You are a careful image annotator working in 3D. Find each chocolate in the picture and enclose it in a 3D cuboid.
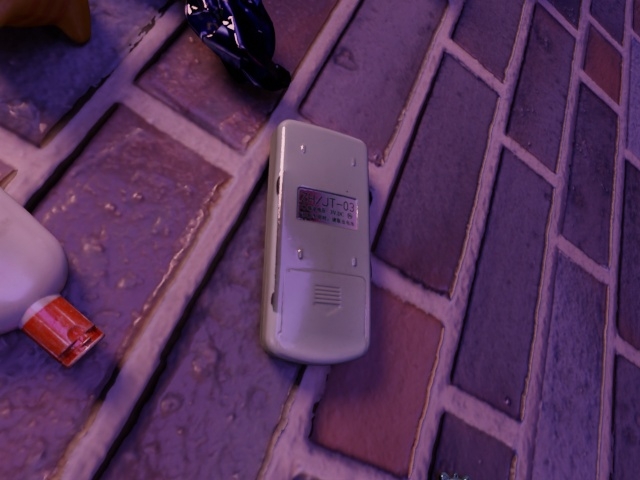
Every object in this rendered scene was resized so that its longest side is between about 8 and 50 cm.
[{"bbox_3d":[-0.156,-0.325,0.501,0.343,0.126,0.148,41,19,-16],"label":"chocolate"}]

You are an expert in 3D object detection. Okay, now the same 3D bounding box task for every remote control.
[{"bbox_3d":[0.000,0.000,0.513,0.140,0.056,0.297,8,72,-24],"label":"remote control"}]

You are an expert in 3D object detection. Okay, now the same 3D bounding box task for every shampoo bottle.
[{"bbox_3d":[-0.285,0.023,0.356,0.221,0.051,0.108,45,57,-8],"label":"shampoo bottle"}]

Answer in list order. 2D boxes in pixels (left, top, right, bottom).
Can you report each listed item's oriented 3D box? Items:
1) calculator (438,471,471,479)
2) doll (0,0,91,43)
[{"bbox_3d":[0.166,0.365,0.510,0.094,0.019,0.141,15,69,-21],"label":"calculator"},{"bbox_3d":[-0.343,-0.322,0.372,0.269,0.162,0.167,42,33,-5],"label":"doll"}]
